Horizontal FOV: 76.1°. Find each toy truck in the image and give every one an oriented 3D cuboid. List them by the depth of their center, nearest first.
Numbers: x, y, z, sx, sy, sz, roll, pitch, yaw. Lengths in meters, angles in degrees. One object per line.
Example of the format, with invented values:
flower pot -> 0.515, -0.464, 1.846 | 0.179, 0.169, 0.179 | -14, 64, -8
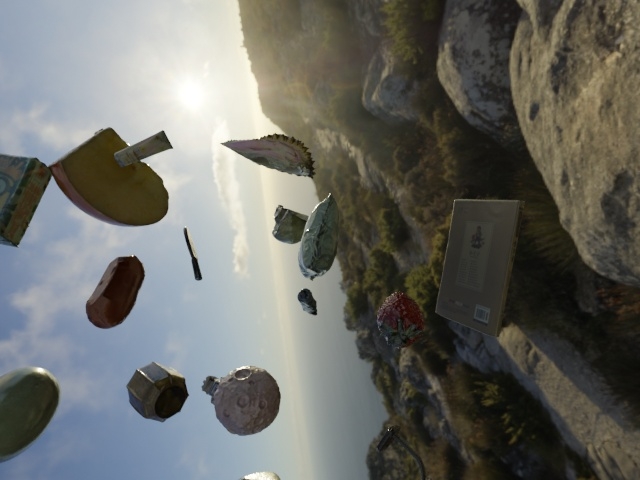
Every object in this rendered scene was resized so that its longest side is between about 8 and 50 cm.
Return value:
toy truck -> -0.453, 0.686, 1.884 | 0.213, 0.177, 0.161 | 80, -146, -69

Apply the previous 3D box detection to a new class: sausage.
sausage -> -0.654, 0.163, 1.322 | 0.133, 0.133, 0.258 | 90, -175, -50

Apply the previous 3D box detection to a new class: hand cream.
hand cream -> -0.458, -0.232, 1.060 | 0.039, 0.143, 0.061 | 56, 169, 42

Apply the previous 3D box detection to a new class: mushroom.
mushroom -> -0.143, -0.065, 2.023 | 0.164, 0.190, 0.267 | -66, 24, 5

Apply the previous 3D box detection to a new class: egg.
egg -> -1.088, 0.610, 1.448 | 0.352, 0.259, 0.258 | -93, -1, -61

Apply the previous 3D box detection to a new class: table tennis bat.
table tennis bat -> -0.492, 0.052, 1.576 | 0.150, 0.027, 0.236 | 91, 158, -56

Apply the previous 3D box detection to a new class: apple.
apple -> -0.643, -0.175, 1.285 | 0.309, 0.252, 0.314 | 58, 176, -28

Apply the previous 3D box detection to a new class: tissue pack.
tissue pack -> -1.114, -0.149, 1.423 | 0.128, 0.228, 0.310 | 83, -163, -69

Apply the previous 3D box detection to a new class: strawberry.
strawberry -> 0.207, 0.198, 1.036 | 0.148, 0.131, 0.131 | -37, -52, -53

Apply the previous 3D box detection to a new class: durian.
durian -> -0.113, -0.206, 0.925 | 0.140, 0.224, 0.078 | -136, 63, -82

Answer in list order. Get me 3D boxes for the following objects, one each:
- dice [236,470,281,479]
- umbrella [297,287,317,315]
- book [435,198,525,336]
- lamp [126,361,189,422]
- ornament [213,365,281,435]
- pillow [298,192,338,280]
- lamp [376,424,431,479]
dice -> -0.226, 0.979, 1.490 | 0.193, 0.192, 0.194 | 167, 95, -71
umbrella -> -0.043, 0.221, 1.456 | 0.250, 0.052, 0.053 | 72, -162, -68
book -> 0.241, 0.034, 0.636 | 0.138, 0.016, 0.198 | -163, 82, -68
lamp -> -0.522, 0.482, 1.311 | 0.185, 0.161, 0.161 | 9, 112, 41
ornament -> -0.284, 0.610, 1.583 | 0.259, 0.259, 0.225 | -119, 23, -71
pillow -> 0.000, 0.000, 1.514 | 0.310, 0.138, 0.283 | 100, -175, -76
lamp -> 0.361, 0.885, 1.634 | 0.283, 0.124, 0.203 | 53, -169, 28
